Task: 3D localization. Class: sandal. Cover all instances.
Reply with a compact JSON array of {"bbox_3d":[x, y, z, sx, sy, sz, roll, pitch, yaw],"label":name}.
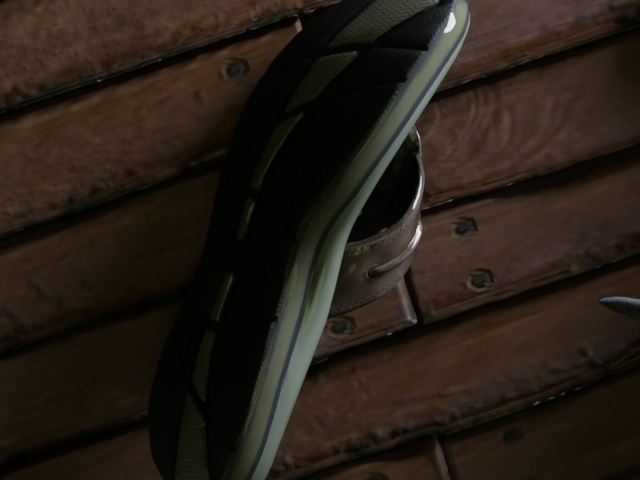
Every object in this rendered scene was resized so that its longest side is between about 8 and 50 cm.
[{"bbox_3d":[-0.001,0.001,0.866,0.086,0.120,0.302,18,100,-35],"label":"sandal"}]

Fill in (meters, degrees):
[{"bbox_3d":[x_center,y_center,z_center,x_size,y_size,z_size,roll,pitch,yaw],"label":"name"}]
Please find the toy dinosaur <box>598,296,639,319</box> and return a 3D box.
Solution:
[{"bbox_3d":[0.302,0.011,0.895,0.314,0.121,0.160,1,87,-1],"label":"toy dinosaur"}]
